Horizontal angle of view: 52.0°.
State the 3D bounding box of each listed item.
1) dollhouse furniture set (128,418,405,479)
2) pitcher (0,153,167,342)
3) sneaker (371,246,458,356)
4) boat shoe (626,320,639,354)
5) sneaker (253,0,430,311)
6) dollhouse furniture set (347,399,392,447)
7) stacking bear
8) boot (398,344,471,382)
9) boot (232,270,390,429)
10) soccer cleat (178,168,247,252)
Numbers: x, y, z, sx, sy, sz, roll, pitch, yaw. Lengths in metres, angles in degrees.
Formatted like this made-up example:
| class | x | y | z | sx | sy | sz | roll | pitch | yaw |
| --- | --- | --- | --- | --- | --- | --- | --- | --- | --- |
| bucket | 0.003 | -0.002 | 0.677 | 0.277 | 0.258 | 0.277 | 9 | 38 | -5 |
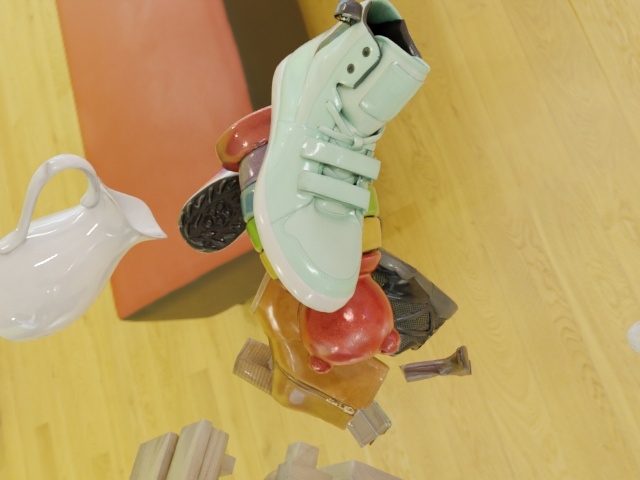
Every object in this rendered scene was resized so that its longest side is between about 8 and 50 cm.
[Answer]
| class | x | y | z | sx | sy | sz | roll | pitch | yaw |
| --- | --- | --- | --- | --- | --- | --- | --- | --- | --- |
| dollhouse furniture set | -0.049 | 0.213 | 0.450 | 0.144 | 0.151 | 0.123 | -34 | 35 | 46 |
| pitcher | -0.305 | 0.008 | 0.743 | 0.207 | 0.178 | 0.125 | -40 | 52 | -3 |
| sneaker | 0.091 | 0.087 | 0.920 | 0.130 | 0.227 | 0.087 | -52 | 39 | -2 |
| boat shoe | 0.410 | 0.102 | 0.696 | 0.075 | 0.226 | 0.083 | -24 | 55 | 50 |
| sneaker | 0.022 | -0.079 | 0.533 | 0.151 | 0.094 | 0.256 | -29 | 56 | 49 |
| dollhouse furniture set | 0.062 | 0.266 | 1.104 | 0.076 | 0.058 | 0.152 | -46 | 71 | 24 |
| stacking bear | 0.000 | 0.000 | 0.743 | 0.175 | 0.164 | 0.289 | -18 | 85 | -1 |
| boot | 0.175 | 0.195 | 1.022 | 0.114 | 0.106 | 0.037 | -6 | 59 | 15 |
| boot | 0.003 | 0.134 | 0.929 | 0.211 | 0.104 | 0.295 | 22 | 124 | 4 |
| soccer cleat | -0.061 | -0.103 | 0.920 | 0.318 | 0.116 | 0.109 | -36 | 103 | 9 |
